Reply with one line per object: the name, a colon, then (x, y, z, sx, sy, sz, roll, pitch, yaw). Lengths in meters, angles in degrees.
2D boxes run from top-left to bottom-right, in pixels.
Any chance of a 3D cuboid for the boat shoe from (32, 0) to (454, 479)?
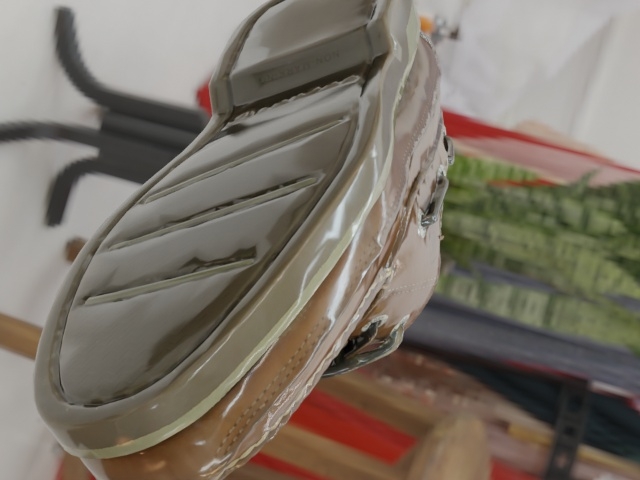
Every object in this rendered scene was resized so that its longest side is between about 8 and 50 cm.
boat shoe: (0.000, 0.000, 0.553, 0.104, 0.110, 0.307, 64, 29, -24)
